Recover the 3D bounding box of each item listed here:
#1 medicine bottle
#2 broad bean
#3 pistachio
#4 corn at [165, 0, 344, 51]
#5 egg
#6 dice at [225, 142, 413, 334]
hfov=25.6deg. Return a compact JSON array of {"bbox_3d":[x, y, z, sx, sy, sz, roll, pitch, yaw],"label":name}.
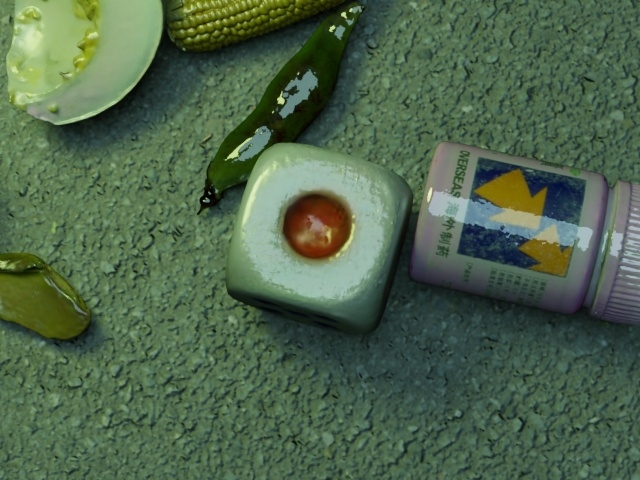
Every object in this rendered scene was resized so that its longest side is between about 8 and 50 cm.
[{"bbox_3d":[0.262,-0.007,1.689,0.291,0.178,0.178,12,80,6],"label":"medicine bottle"},{"bbox_3d":[-0.047,-0.163,1.793,0.077,0.061,0.339,35,82,26],"label":"broad bean"},{"bbox_3d":[-0.361,0.063,1.774,0.173,0.049,0.089,23,104,5],"label":"pistachio"},{"bbox_3d":[-0.076,-0.310,1.805,0.260,0.091,0.091,-15,42,4],"label":"corn"},{"bbox_3d":[-0.302,-0.302,1.788,0.207,0.161,0.271,-6,114,-7],"label":"egg"},{"bbox_3d":[0.000,0.000,1.695,0.194,0.192,0.193,13,82,7],"label":"dice"}]
